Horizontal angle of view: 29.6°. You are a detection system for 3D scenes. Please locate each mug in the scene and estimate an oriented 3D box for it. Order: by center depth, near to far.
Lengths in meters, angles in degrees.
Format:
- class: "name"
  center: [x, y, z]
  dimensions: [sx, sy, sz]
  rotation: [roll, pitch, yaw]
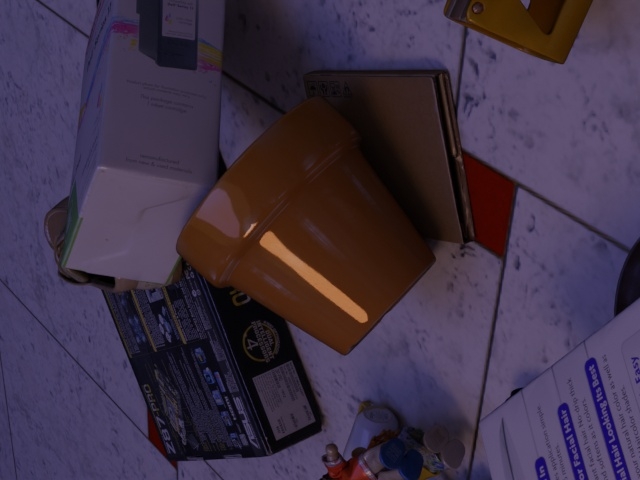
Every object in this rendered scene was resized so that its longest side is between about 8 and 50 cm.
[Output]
- class: "mug"
  center: [0.054, 0.216, 1.349]
  dimensions: [0.078, 0.062, 0.064]
  rotation: [29, 124, 36]

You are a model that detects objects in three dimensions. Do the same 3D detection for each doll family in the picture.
- class: "doll family"
  center: [0.114, 0.278, 1.265]
  dimensions: [0.263, 0.118, 0.163]
  rotation: [45, 139, -6]

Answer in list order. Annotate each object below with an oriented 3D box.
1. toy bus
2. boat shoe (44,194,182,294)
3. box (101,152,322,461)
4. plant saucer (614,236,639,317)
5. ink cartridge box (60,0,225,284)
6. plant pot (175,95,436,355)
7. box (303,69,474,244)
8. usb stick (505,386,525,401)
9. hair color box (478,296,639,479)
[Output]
- class: "toy bus"
  center: [0.170, -0.226, 0.866]
  dimensions: [0.104, 0.191, 0.202]
  rotation: [22, 145, -10]
- class: "boat shoe"
  center: [-0.286, 0.006, 1.512]
  dimensions: [0.302, 0.098, 0.109]
  rotation: [17, 120, 52]
- class: "box"
  center: [-0.174, 0.090, 1.573]
  dimensions: [0.318, 0.097, 0.395]
  rotation: [-21, 90, 56]
- class: "plant saucer"
  center: [0.286, 0.061, 0.904]
  dimensions: [0.168, 0.029, 0.168]
  rotation: [6, 97, 61]
- class: "ink cartridge box"
  center: [-0.181, -0.160, 1.257]
  dimensions: [0.207, 0.119, 0.353]
  rotation: [125, 150, -54]
- class: "plant pot"
  center: [0.000, 0.000, 1.152]
  dimensions: [0.188, 0.205, 0.205]
  rotation: [43, 144, 5]
- class: "box"
  center: [0.064, -0.085, 1.185]
  dimensions: [0.201, 0.021, 0.164]
  rotation: [10, 118, 52]
- class: "usb stick"
  center: [0.237, 0.268, 1.124]
  dimensions: [0.077, 0.045, 0.278]
  rotation: [-12, 99, 50]
- class: "hair color box"
  center: [0.252, 0.142, 0.820]
  dimensions: [0.339, 0.110, 0.185]
  rotation: [-49, 44, 49]
